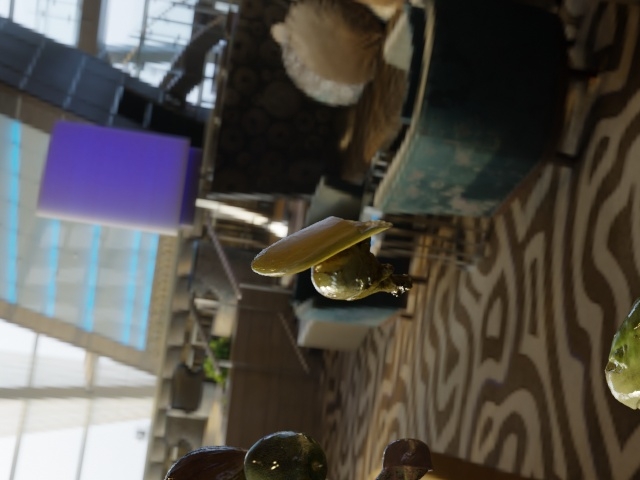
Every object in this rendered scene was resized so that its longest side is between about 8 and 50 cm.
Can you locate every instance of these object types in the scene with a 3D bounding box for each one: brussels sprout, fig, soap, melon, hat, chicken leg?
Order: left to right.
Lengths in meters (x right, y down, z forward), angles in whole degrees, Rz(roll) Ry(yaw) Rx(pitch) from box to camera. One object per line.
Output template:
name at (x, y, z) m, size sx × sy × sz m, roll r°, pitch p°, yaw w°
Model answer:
fig at (-0.153, 0.481, 1.924) m, size 0.321 × 0.217 × 0.217 m, roll -34°, pitch 26°, yaw 15°
melon at (-0.054, 0.364, 1.553) m, size 0.167 × 0.114 × 0.114 m, roll -15°, pitch 63°, yaw 47°
soap at (0.000, 0.000, 1.094) m, size 0.089 × 0.168 × 0.033 m, roll 18°, pitch 129°, yaw 56°
chicken leg at (0.057, 0.037, 1.183) m, size 0.070 × 0.178 × 0.093 m, roll 42°, pitch 105°, yaw 40°
hat at (0.072, 0.218, 0.936) m, size 0.058 × 0.087 × 0.042 m, roll -39°, pitch 72°, yaw 53°
brussels sprout at (0.726, 0.215, 1.878) m, size 0.354 × 0.289 × 0.281 m, roll -40°, pitch 48°, yaw 38°
